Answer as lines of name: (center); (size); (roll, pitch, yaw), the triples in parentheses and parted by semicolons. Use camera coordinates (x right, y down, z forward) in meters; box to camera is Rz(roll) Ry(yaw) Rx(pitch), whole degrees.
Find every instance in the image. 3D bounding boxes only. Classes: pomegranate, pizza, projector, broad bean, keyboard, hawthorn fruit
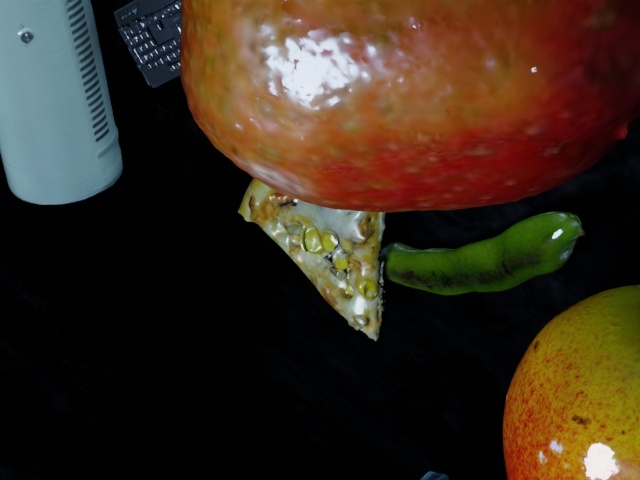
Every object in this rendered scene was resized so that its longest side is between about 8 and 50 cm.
pomegranate: (0.232, 0.120, 1.028); (0.221, 0.221, 0.257); (31, 122, 21)
pizza: (0.000, 0.000, 1.250); (0.184, 0.036, 0.176); (-5, 101, 52)
projector: (-0.241, -0.192, 1.290); (0.108, 0.108, 0.338); (19, 132, 32)
broad bean: (0.115, 0.011, 1.179); (0.226, 0.039, 0.069); (-3, 119, 47)
keyboard: (-0.098, -0.178, 1.241); (0.196, 0.015, 0.074); (-16, 109, 48)
hawthorn fruit: (0.099, -0.138, 0.892); (0.368, 0.285, 0.285); (17, 133, 14)

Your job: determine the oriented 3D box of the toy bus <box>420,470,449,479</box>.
toy bus: (0.150, 0.348, 1.354); (0.164, 0.133, 0.271); (8, 129, 32)
